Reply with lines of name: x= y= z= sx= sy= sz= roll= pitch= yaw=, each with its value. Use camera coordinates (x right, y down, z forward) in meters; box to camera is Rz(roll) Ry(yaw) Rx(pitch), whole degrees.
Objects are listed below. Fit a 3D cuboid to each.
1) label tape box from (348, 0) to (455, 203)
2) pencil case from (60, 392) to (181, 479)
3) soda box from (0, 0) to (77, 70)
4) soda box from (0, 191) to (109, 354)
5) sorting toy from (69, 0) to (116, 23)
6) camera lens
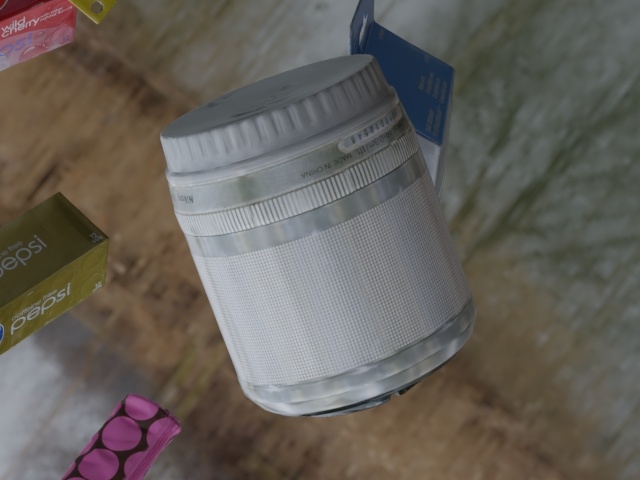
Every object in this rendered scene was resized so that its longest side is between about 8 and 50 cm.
label tape box: x=0.081 y=-0.096 z=1.967 sx=0.106 sy=0.333 sz=0.240 roll=7 pitch=-155 yaw=5
pencil case: x=-0.256 y=0.288 z=2.348 sx=0.098 sy=0.209 sz=0.095 roll=-12 pitch=127 yaw=47
soda box: x=-0.368 y=-0.201 z=1.813 sx=0.083 sy=0.263 sz=0.092 roll=54 pitch=155 yaw=20
soda box: x=-0.236 y=0.042 z=1.324 sx=0.058 sy=0.181 sz=0.061 roll=41 pitch=146 yaw=20
sorting toy: x=-0.203 y=-0.340 z=1.699 sx=0.132 sy=0.274 sz=0.046 roll=15 pitch=-176 yaw=-17
camera lens: x=0.000 y=0.000 z=1.621 sx=0.274 sy=0.219 sz=0.219 roll=70 pitch=165 yaw=-13
